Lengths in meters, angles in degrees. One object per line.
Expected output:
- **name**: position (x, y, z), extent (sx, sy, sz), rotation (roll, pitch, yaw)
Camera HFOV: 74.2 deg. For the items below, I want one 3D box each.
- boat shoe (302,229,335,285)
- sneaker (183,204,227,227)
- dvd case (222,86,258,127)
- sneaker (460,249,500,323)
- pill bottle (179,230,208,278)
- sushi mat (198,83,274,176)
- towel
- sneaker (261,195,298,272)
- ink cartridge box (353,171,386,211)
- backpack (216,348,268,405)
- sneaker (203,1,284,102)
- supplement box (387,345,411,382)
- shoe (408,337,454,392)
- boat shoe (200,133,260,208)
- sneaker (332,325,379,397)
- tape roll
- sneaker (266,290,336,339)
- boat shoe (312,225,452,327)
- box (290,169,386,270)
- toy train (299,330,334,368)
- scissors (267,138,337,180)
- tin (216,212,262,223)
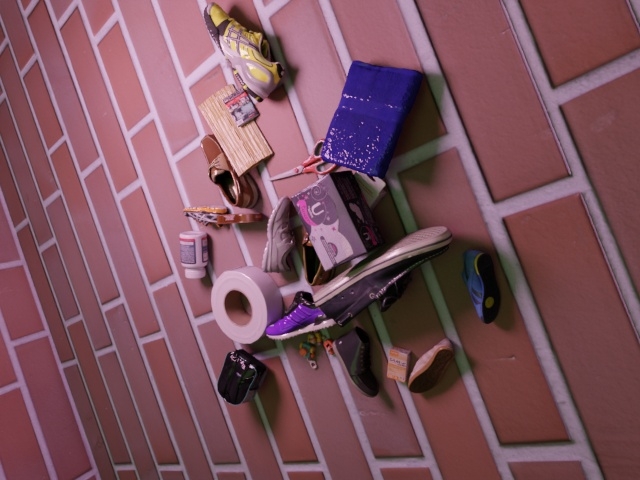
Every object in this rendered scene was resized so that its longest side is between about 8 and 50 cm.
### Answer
- **boat shoe**: position (0.000, 0.000, 1.386), extent (0.110, 0.104, 0.308), rotation (4, 101, 32)
- **sneaker**: position (-0.460, -0.096, 1.675), extent (0.214, 0.084, 0.083), rotation (5, 107, 31)
- **dvd case**: position (-0.284, -0.474, 1.506), extent (0.087, 0.013, 0.120), rotation (-31, 80, 3)
- **sneaker**: position (0.436, 0.125, 1.168), extent (0.082, 0.069, 0.210), rotation (12, 118, 64)
- **pill bottle**: position (-0.513, 0.058, 1.721), extent (0.107, 0.108, 0.180), rotation (8, 103, 31)
- **sushi mat**: position (-0.304, -0.398, 1.519), extent (0.151, 0.019, 0.317), rotation (-32, 81, 6)
- **towel**: position (0.143, -0.346, 1.218), extent (0.227, 0.076, 0.309), rotation (24, 97, 30)
- **sneaker**: position (-0.129, -0.017, 1.490), extent (0.115, 0.105, 0.282), rotation (10, 105, 0)
- **ink cartridge box**: position (0.127, -0.138, 1.305), extent (0.104, 0.060, 0.180), rotation (47, 120, 17)
- **backpack**: position (-0.308, 0.539, 1.657), extent (0.165, 0.144, 0.189), rotation (25, 89, 24)
- **sneaker**: position (-0.253, -0.649, 1.423), extent (0.147, 0.145, 0.385), rotation (-34, 82, 11)
- **supplement box**: position (0.249, 0.393, 1.346), extent (0.062, 0.036, 0.099), rotation (9, 104, 30)
- **shoe**: position (0.335, 0.383, 1.284), extent (0.076, 0.058, 0.219), rotation (24, 120, -7)
- **boat shoe**: position (-0.346, -0.255, 1.547), extent (0.122, 0.119, 0.324), rotation (-43, 76, 31)
- **sneaker**: position (0.139, 0.400, 1.389), extent (0.118, 0.083, 0.222), rotation (-44, 74, 30)
- **tape roll**: position (-0.284, 0.243, 1.618), extent (0.286, 0.100, 0.287), rotation (7, 104, 32)
- **sneaker**: position (-0.071, 0.253, 1.487), extent (0.293, 0.102, 0.146), rotation (-19, 84, 23)
- **boat shoe**: position (0.187, 0.115, 1.252), extent (0.500, 0.186, 0.156), rotation (-36, 88, 34)
- **box**: position (0.050, -0.059, 1.248), extent (0.163, 0.142, 0.248), rotation (-27, 85, 33)
- **toy train**: position (-0.013, 0.390, 1.506), extent (0.166, 0.046, 0.125), rotation (-46, 74, 30)
- **scissors**: position (-0.062, -0.233, 1.430), extent (0.297, 0.021, 0.109), rotation (-29, 85, 31)
- **tin**: position (-0.299, -0.082, 1.562), extent (0.189, 0.106, 0.040), rotation (-1, 91, 32)
